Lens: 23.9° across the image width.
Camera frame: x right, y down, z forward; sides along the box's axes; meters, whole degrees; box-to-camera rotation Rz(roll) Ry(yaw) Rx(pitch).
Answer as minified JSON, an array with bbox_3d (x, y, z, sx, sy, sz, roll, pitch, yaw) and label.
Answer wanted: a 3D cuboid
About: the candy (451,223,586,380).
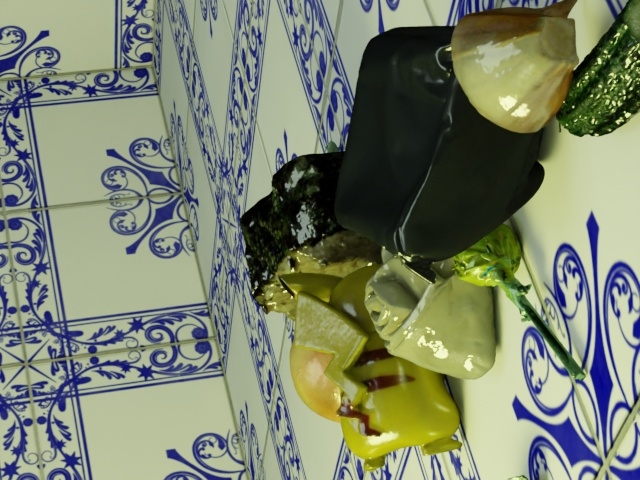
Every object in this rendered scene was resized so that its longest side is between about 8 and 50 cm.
[{"bbox_3d":[0.225,0.067,1.686,0.077,0.073,0.262,-64,35,26],"label":"candy"}]

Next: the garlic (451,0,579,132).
[{"bbox_3d":[0.179,-0.175,1.418,0.206,0.115,0.128,-64,-11,-67],"label":"garlic"}]

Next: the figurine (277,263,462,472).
[{"bbox_3d":[0.075,0.150,2.065,0.169,0.218,0.327,41,-144,-58],"label":"figurine"}]

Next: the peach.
[{"bbox_3d":[0.047,0.186,2.231,0.184,0.184,0.184,173,90,-77],"label":"peach"}]

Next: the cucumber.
[{"bbox_3d":[0.270,-0.147,1.359,0.265,0.077,0.077,115,146,-70],"label":"cucumber"}]

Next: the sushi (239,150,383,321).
[{"bbox_3d":[0.000,0.000,2.274,0.350,0.211,0.171,131,138,-61],"label":"sushi"}]

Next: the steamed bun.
[{"bbox_3d":[0.126,0.063,1.901,0.211,0.144,0.218,-132,38,-69],"label":"steamed bun"}]

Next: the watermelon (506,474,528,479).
[{"bbox_3d":[0.220,0.344,1.792,0.081,0.094,0.180,-116,38,-62],"label":"watermelon"}]

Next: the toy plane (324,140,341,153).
[{"bbox_3d":[0.022,-0.124,2.492,0.080,0.033,0.083,-139,51,-72],"label":"toy plane"}]

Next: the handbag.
[{"bbox_3d":[0.144,-0.100,1.681,0.302,0.178,0.275,-152,72,-72],"label":"handbag"}]
